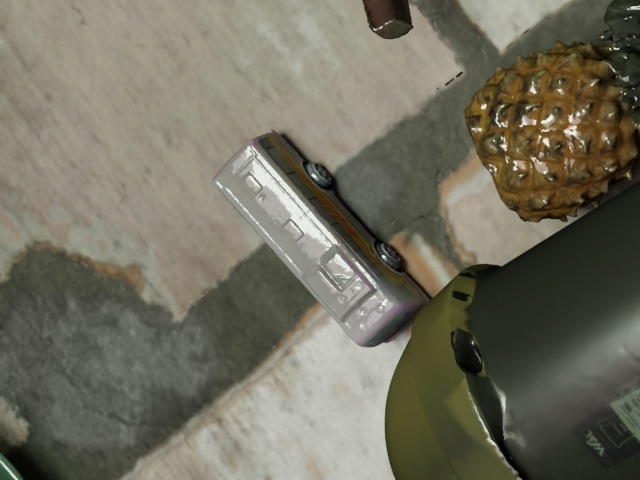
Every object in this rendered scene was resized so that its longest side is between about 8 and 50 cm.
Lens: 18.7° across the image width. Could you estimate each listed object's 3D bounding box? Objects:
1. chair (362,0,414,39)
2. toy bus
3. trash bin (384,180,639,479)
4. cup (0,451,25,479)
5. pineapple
[{"bbox_3d":[0.013,-0.322,1.287,0.175,0.183,0.326,-40,38,26],"label":"chair"},{"bbox_3d":[0.000,0.000,1.377,0.057,0.072,0.172,-44,82,20],"label":"toy bus"},{"bbox_3d":[0.186,0.079,1.227,0.334,0.214,0.214,-40,83,28],"label":"trash bin"},{"bbox_3d":[-0.393,0.297,1.499,0.310,0.401,0.392,34,130,-11],"label":"cup"},{"bbox_3d":[0.216,-0.101,1.249,0.237,0.119,0.111,-28,44,22],"label":"pineapple"}]
